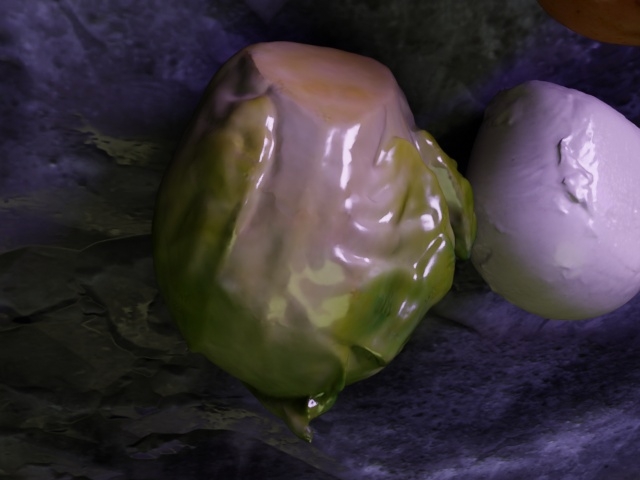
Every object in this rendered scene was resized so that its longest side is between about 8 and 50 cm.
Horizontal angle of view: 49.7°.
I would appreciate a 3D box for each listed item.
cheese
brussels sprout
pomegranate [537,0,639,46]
[{"bbox_3d":[0.216,-0.025,0.627,0.198,0.189,0.154,23,156,-26],"label":"cheese"},{"bbox_3d":[-0.001,-0.001,0.548,0.227,0.259,0.294,15,127,19],"label":"brussels sprout"},{"bbox_3d":[0.226,-0.228,0.427,0.209,0.209,0.209,-5,132,-6],"label":"pomegranate"}]
